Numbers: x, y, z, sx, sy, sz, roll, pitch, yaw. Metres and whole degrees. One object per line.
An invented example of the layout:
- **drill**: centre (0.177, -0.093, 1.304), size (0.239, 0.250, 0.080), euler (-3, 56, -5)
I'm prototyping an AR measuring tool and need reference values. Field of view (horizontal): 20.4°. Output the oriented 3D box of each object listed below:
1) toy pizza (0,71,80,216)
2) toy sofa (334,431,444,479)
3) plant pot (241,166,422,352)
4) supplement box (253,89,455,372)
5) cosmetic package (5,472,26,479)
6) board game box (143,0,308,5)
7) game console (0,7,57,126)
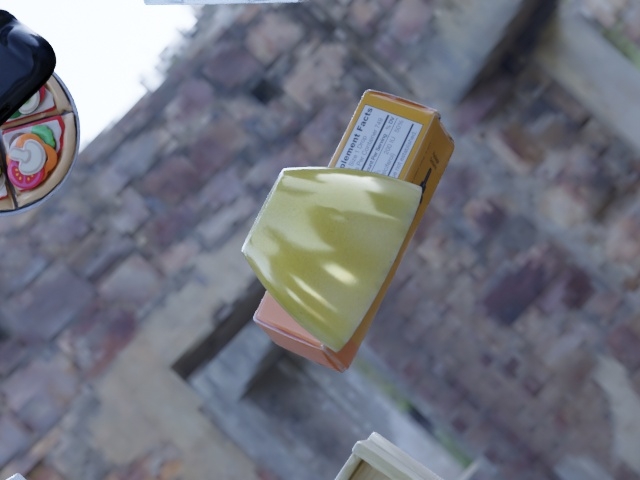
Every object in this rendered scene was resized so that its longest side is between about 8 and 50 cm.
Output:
- **toy pizza**: centre (-0.385, -0.128, 2.107), size (0.201, 0.201, 0.032), euler (-47, 0, 4)
- **toy sofa**: centre (0.021, 0.423, 2.172), size (0.362, 0.150, 0.177), euler (-57, -11, 2)
- **plant pot**: centre (0.000, 0.000, 1.279), size (0.134, 0.095, 0.134), euler (-63, 4, 9)
- **supplement box**: centre (0.032, -0.010, 1.546), size (0.233, 0.080, 0.078), euler (-62, -23, -11)
- **cosmetic package**: centre (-0.250, 0.420, 1.758), size (0.097, 0.377, 0.284), euler (-53, -8, 20)
- **board game box**: centre (-0.085, -0.402, 1.541), size (0.050, 0.390, 0.390), euler (-8, 10, -24)
- **game console**: centre (-0.348, -0.041, 1.401), size (0.361, 0.213, 0.044), euler (-47, -21, -15)
